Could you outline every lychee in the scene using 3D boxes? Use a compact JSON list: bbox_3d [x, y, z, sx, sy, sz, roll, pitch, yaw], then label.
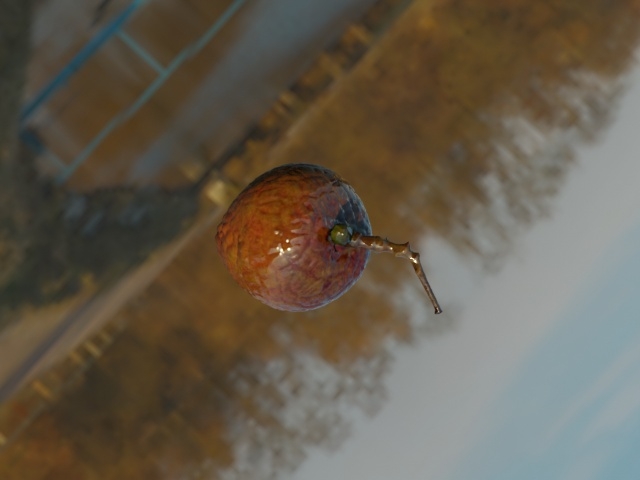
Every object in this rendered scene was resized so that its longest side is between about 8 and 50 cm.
[{"bbox_3d":[-0.004,-0.002,1.270,0.140,0.114,0.101,-17,-135,17],"label":"lychee"}]
